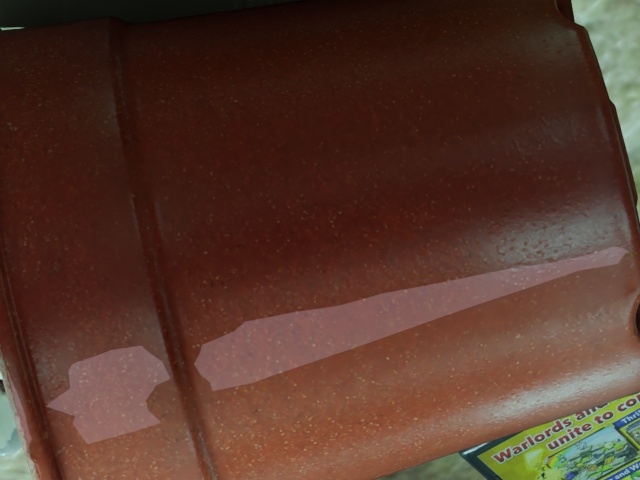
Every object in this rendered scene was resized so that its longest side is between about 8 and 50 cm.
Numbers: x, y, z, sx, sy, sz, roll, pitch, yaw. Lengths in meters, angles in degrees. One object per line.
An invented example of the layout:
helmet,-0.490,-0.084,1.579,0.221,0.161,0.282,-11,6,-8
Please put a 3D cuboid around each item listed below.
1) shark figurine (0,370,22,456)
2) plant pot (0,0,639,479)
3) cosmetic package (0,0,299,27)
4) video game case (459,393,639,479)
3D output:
shark figurine,-0.082,0.002,1.098,0.278,0.166,0.116,-25,157,-8
plant pot,0.000,0.000,0.882,0.265,0.272,0.272,-14,130,1
cosmetic package,-0.087,-0.177,0.923,0.238,0.107,0.127,2,131,-5
video game case,0.269,0.129,1.268,0.275,0.035,0.248,-32,127,20
